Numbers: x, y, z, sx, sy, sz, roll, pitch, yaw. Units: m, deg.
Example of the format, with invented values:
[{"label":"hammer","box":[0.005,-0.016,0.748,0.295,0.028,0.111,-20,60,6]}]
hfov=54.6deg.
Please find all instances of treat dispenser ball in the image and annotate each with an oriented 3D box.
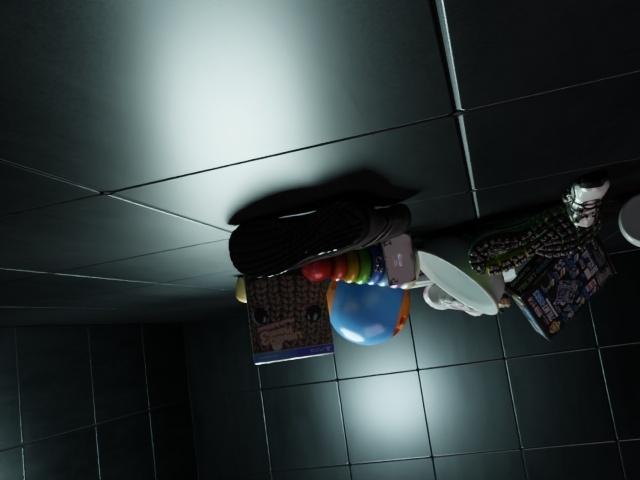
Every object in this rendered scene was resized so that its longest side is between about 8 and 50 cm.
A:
[{"label":"treat dispenser ball","box":[0.162,0.210,2.112,0.288,0.288,0.288,-8,171,-1]}]

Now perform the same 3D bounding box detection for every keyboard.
[{"label":"keyboard","box":[0.194,0.051,1.659,0.108,0.023,0.180,-13,127,2]}]

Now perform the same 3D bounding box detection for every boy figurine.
[{"label":"boy figurine","box":[-0.159,0.160,2.148,0.285,0.092,0.177,-4,170,-19]}]

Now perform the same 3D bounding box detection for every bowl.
[{"label":"bowl","box":[0.424,0.074,1.801,0.134,0.298,0.298,-50,177,-10]}]

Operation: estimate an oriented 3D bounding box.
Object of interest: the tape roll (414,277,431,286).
[{"label":"tape roll","box":[0.318,0.127,2.342,0.286,0.100,0.286,-8,172,-1]}]

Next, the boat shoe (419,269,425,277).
[{"label":"boat shoe","box":[0.387,0.091,2.031,0.335,0.119,0.121,-2,171,-4]}]

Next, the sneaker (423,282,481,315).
[{"label":"sneaker","box":[0.508,0.207,2.285,0.252,0.103,0.111,10,164,-4]}]

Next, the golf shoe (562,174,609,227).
[{"label":"golf shoe","box":[0.568,-0.079,1.310,0.077,0.094,0.198,-9,169,12]}]

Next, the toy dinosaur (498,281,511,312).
[{"label":"toy dinosaur","box":[0.634,0.148,2.291,0.164,0.219,0.322,-14,-172,-11]}]

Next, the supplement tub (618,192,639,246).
[{"label":"supplement tub","box":[0.839,-0.049,1.569,0.144,0.144,0.199,-14,169,32]}]

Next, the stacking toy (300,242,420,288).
[{"label":"stacking toy","box":[0.106,0.067,1.742,0.330,0.141,0.141,1,168,-19]}]

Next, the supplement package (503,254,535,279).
[{"label":"supplement package","box":[0.691,0.046,2.027,0.204,0.145,0.262,-8,171,2]}]

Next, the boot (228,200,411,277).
[{"label":"boot","box":[0.000,0.000,1.252,0.338,0.118,0.222,-9,177,32]}]

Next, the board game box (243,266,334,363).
[{"label":"board game box","box":[-0.099,0.203,1.830,0.232,0.291,0.141,-8,171,-8]}]

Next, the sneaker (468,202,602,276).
[{"label":"sneaker","box":[0.542,-0.031,1.592,0.343,0.134,0.146,-18,-155,16]}]

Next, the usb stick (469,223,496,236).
[{"label":"usb stick","box":[0.476,-0.004,1.842,0.077,0.045,0.278,1,171,-2]}]

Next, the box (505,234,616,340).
[{"label":"box","box":[0.705,0.114,1.808,0.293,0.073,0.295,-45,131,1]}]
